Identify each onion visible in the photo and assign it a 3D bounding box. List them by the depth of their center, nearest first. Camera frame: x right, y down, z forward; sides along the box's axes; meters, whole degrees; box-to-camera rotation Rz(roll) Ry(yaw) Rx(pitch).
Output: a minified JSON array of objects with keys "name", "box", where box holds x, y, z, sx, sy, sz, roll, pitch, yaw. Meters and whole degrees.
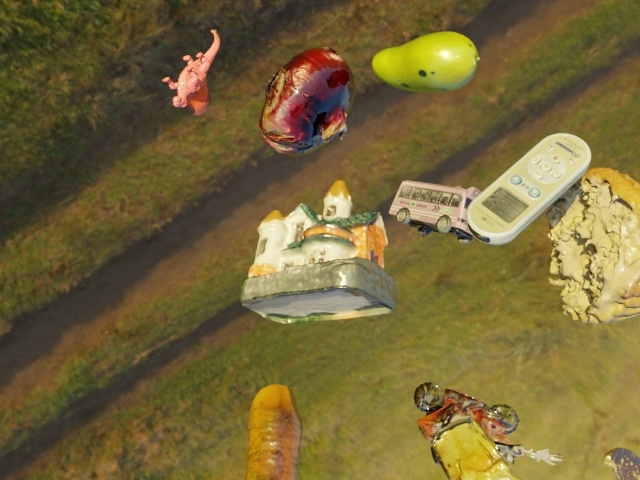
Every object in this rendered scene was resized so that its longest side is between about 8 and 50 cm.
[{"name":"onion","box":[-0.021,-0.363,2.075,0.314,0.232,0.314,-46,156,-27]}]

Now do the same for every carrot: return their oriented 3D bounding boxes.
[{"name":"carrot","box":[-0.095,0.441,1.538,0.114,0.301,0.114,2,147,1]}]

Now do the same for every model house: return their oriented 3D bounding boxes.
[{"name":"model house","box":[0.000,0.000,1.488,0.271,0.300,0.190,-11,149,32]}]

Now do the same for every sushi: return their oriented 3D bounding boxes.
[{"name":"sushi","box":[0.327,0.461,1.438,0.139,0.291,0.131,-34,154,11]}]

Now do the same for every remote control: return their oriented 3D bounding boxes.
[{"name":"remote control","box":[0.325,-0.080,1.208,0.244,0.087,0.047,-39,152,-16]}]

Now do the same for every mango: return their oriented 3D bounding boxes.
[{"name":"mango","box":[0.270,-0.452,1.996,0.175,0.293,0.143,28,71,-49]}]

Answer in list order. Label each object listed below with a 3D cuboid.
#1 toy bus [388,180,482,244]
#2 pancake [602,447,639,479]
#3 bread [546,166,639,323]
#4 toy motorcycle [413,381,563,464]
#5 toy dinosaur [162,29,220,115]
[{"name":"toy bus","box":[0.249,-0.063,1.625,0.096,0.199,0.108,25,83,-42]},{"name":"pancake","box":[0.484,0.433,1.238,0.184,0.020,0.190,45,58,-30]},{"name":"bread","box":[0.496,0.009,1.334,0.149,0.274,0.274,2,140,-18]},{"name":"toy motorcycle","box":[0.426,0.515,2.040,0.134,0.401,0.207,84,23,-60]},{"name":"toy dinosaur","box":[-0.300,-0.411,1.985,0.139,0.070,0.286,63,37,-35]}]
